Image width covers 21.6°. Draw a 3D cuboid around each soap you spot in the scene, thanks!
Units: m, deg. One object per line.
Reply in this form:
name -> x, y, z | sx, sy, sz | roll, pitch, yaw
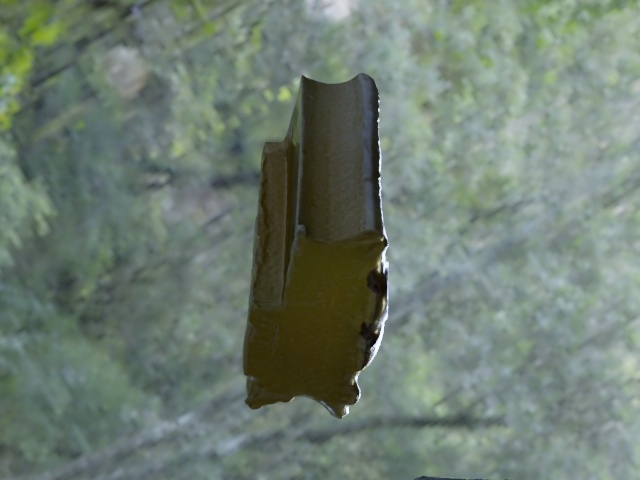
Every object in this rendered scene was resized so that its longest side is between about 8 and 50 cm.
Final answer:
soap -> 0.000, 0.000, 1.747 | 0.281, 0.143, 0.259 | -87, -172, -52

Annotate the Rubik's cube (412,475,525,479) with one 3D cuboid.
Rubik's cube -> 0.094, 0.316, 1.180 | 0.231, 0.224, 0.221 | 14, 42, -53
